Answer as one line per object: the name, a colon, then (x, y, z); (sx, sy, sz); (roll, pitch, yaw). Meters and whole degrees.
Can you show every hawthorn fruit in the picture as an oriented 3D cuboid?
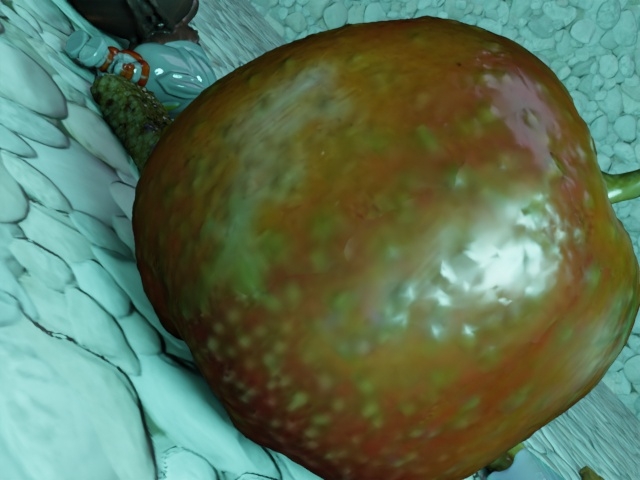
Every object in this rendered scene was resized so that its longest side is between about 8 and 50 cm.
hawthorn fruit: (0.052, 0.006, 0.461); (0.275, 0.299, 0.275); (-19, 90, -79)

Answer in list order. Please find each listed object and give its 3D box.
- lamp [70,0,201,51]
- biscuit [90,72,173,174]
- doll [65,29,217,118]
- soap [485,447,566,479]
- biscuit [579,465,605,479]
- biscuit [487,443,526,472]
lamp: (-0.209, -0.288, 0.865); (0.215, 0.151, 0.223); (-99, -173, -60)
biscuit: (-0.125, -0.066, 0.635); (0.199, 0.034, 0.064); (54, 13, 30)
doll: (-0.161, -0.162, 0.754); (0.094, 0.079, 0.180); (26, 12, 37)
soap: (0.222, 0.264, 0.692); (0.149, 0.056, 0.100); (40, 16, -23)
biscuit: (0.408, 0.364, 1.077); (0.130, 0.019, 0.102); (41, 14, -26)
biscuit: (0.153, 0.172, 0.809); (0.144, 0.033, 0.224); (32, 18, -42)
